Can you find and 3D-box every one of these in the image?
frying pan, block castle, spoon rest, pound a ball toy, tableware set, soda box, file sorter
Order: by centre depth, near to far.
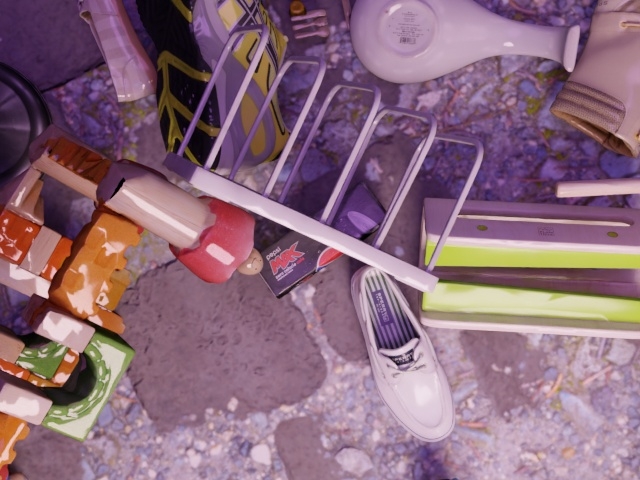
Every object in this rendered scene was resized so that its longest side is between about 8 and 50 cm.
[{"bbox_3d":[0.005,-0.089,1.133,0.277,0.193,0.173,25,92,-18],"label":"file sorter"},{"bbox_3d":[-0.277,0.122,1.153,0.212,0.303,0.453,32,85,-36],"label":"block castle"},{"bbox_3d":[0.277,-0.012,1.225,0.319,0.136,0.208,2,119,2],"label":"pound a ball toy"},{"bbox_3d":[-0.481,-0.141,1.272,0.326,0.053,0.197,7,80,-22],"label":"frying pan"},{"bbox_3d":[0.000,0.000,1.291,0.169,0.053,0.060,-36,83,-2],"label":"soda box"},{"bbox_3d":[0.172,-0.251,1.302,0.276,0.084,0.137,9,105,9],"label":"spoon rest"},{"bbox_3d":[0.029,-0.309,1.344,0.154,0.024,0.104,-12,80,2],"label":"tableware set"}]

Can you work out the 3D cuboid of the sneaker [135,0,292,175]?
[{"bbox_3d":[-0.126,-0.267,1.295,0.147,0.145,0.385,-3,87,-40],"label":"sneaker"}]

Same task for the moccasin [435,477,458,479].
[{"bbox_3d":[0.138,0.445,1.194,0.116,0.138,0.342,-8,82,5],"label":"moccasin"}]

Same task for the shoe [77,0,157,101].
[{"bbox_3d":[-0.267,-0.272,1.321,0.058,0.076,0.219,-26,85,-7],"label":"shoe"}]

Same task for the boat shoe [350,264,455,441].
[{"bbox_3d":[0.091,0.135,1.261,0.083,0.076,0.226,-27,83,-1],"label":"boat shoe"}]

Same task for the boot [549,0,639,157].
[{"bbox_3d":[0.428,-0.185,1.277,0.261,0.095,0.204,25,84,6],"label":"boot"}]
